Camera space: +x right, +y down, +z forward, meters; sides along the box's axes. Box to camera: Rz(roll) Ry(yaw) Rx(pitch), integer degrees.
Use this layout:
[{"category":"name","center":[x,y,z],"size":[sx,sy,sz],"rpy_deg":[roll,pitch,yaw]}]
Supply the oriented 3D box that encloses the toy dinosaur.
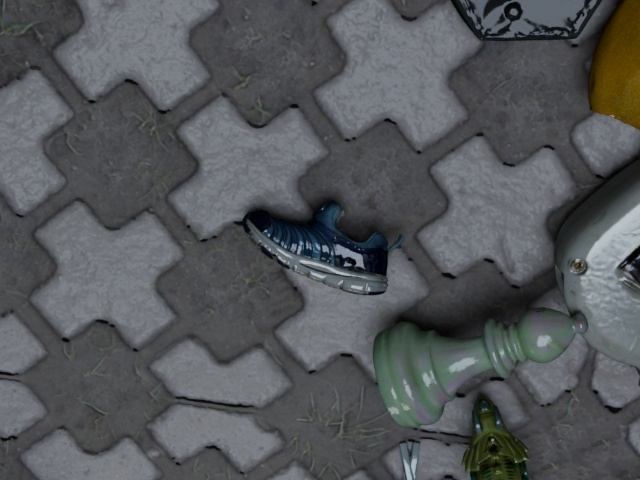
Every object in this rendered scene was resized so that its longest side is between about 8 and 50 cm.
[{"category":"toy dinosaur","center":[0.244,0.340,1.738],"size":[0.094,0.259,0.153],"rpy_deg":[-14,137,7]}]

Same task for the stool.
[{"category":"stool","center":[0.238,-0.342,1.530],"size":[0.232,0.141,0.232],"rpy_deg":[0,110,-1]}]

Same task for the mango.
[{"category":"mango","center":[0.464,-0.270,1.559],"size":[0.359,0.144,0.187],"rpy_deg":[-34,104,14]}]

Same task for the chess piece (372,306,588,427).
[{"category":"chess piece","center":[0.213,0.143,1.682],"size":[0.271,0.139,0.139],"rpy_deg":[-19,109,20]}]

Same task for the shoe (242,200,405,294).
[{"category":"shoe","center":[0.000,0.000,1.690],"size":[0.207,0.091,0.106],"rpy_deg":[18,87,-2]}]

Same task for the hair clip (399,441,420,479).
[{"category":"hair clip","center":[0.124,0.336,1.838],"size":[0.030,0.039,0.115],"rpy_deg":[-1,99,-9]}]

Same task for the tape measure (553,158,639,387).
[{"category":"tape measure","center":[0.432,0.046,1.681],"size":[0.265,0.130,0.258],"rpy_deg":[33,109,-11]}]
